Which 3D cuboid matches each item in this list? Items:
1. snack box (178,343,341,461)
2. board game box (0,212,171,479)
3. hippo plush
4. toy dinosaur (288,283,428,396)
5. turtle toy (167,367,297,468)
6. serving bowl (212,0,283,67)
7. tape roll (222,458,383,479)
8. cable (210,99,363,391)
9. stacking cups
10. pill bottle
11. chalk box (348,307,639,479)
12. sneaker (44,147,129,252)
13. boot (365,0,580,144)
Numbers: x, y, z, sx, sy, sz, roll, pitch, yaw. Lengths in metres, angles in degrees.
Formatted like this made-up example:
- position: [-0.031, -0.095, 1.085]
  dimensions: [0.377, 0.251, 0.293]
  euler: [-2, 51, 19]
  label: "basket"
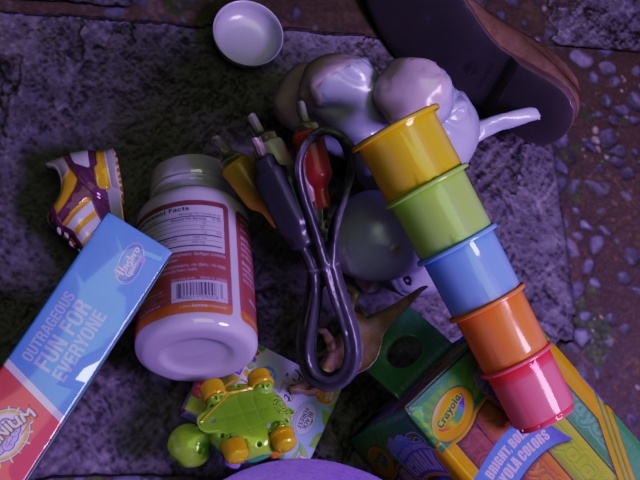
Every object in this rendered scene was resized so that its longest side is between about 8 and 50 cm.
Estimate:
- position: [-0.062, 0.167, 1.285]
  dimensions: [0.141, 0.037, 0.100]
  euler: [29, 67, -7]
  label: "snack box"
- position: [-0.245, 0.133, 1.086]
  dimensions: [0.064, 0.316, 0.242]
  euler: [33, 65, -5]
  label: "board game box"
- position: [0.065, -0.060, 1.345]
  dimensions: [0.294, 0.234, 0.236]
  euler: [12, 84, -58]
  label: "hippo plush"
- position: [0.041, 0.093, 1.271]
  dimensions: [0.053, 0.183, 0.092]
  euler: [38, 16, -41]
  label: "toy dinosaur"
- position: [-0.087, 0.186, 1.214]
  dimensions: [0.130, 0.066, 0.095]
  euler: [-11, 53, -18]
  label: "turtle toy"
- position: [-0.086, -0.233, 1.419]
  dimensions: [0.083, 0.027, 0.083]
  euler: [5, 71, -16]
  label: "serving bowl"
- position: [-0.013, 0.343, 1.153]
  dimensions: [0.275, 0.090, 0.274]
  euler: [4, 46, -4]
  label: "tape roll"
- position: [0.000, 0.000, 1.226]
  dimensions: [0.140, 0.072, 0.287]
  euler: [-21, 95, 14]
  label: "cable"
- position: [0.141, 0.031, 1.158]
  dimensions: [0.096, 0.096, 0.316]
  euler: [-26, 87, -24]
  label: "stacking cups"
- position: [-0.128, 0.024, 1.254]
  dimensions: [0.121, 0.121, 0.216]
  euler: [6, 54, -16]
  label: "pill bottle"
- position: [0.164, 0.195, 1.271]
  dimensions: [0.180, 0.179, 0.289]
  euler: [-40, 87, -26]
  label: "chalk box"
- position: [-0.239, -0.003, 1.278]
  dimensions: [0.084, 0.069, 0.185]
  euler: [-9, 72, -6]
  label: "sneaker"
- position: [0.184, -0.237, 1.488]
  dimensions: [0.305, 0.112, 0.115]
  euler: [39, 35, 3]
  label: "boot"
